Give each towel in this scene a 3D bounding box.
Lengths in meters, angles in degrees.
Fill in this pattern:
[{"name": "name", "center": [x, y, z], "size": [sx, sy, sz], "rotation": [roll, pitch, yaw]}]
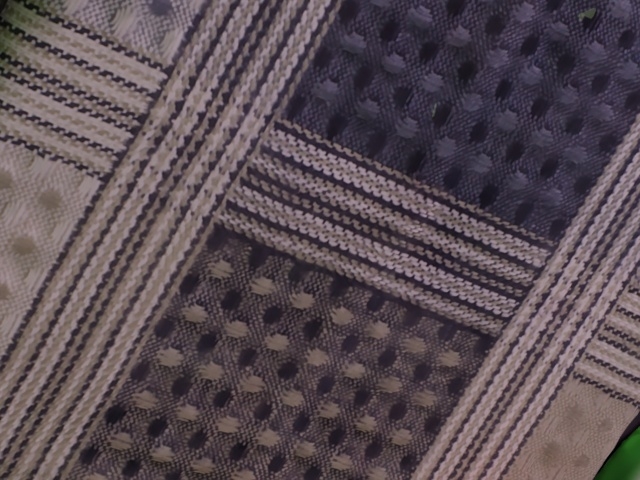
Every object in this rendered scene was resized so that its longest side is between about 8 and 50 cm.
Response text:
[{"name": "towel", "center": [0.000, 0.000, 0.610], "size": [0.312, 0.056, 0.324], "rotation": [24, 103, -33]}]

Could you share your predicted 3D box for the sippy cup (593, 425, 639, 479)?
[{"name": "sippy cup", "center": [0.244, 0.189, 0.716], "size": [0.240, 0.224, 0.305], "rotation": [20, 89, -31]}]
